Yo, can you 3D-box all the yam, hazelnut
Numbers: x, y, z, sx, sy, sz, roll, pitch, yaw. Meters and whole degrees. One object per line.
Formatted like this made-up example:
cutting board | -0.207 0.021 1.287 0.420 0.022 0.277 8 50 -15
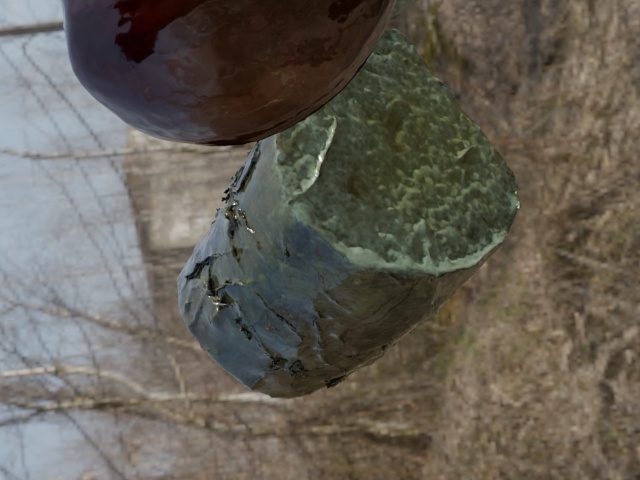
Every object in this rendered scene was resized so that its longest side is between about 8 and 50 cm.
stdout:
yam | -0.001 0.004 0.856 0.202 0.201 0.271 50 146 7
hazelnut | -0.039 -0.138 0.491 0.178 0.178 0.204 88 -175 -52

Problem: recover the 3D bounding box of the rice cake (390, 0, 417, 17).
rice cake | 0.043 -0.210 0.838 0.069 0.207 0.063 48 -156 -42
